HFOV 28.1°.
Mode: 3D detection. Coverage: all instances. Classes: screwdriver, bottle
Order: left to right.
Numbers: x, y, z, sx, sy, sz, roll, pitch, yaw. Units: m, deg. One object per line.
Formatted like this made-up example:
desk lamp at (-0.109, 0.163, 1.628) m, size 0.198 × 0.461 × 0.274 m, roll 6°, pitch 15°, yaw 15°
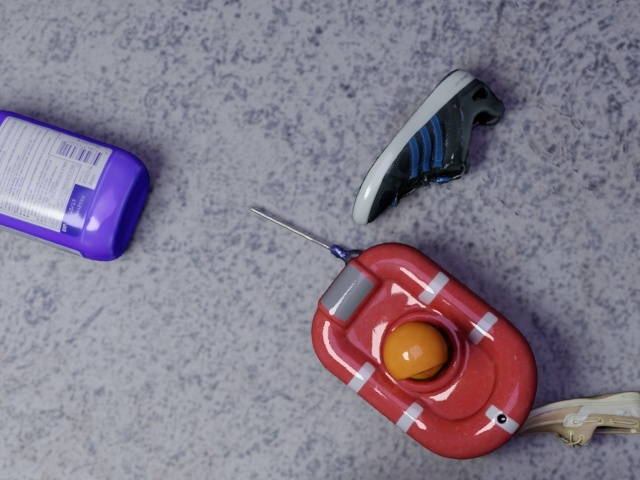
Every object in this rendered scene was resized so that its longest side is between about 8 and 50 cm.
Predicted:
bottle at (-0.322, -0.071, 1.307) m, size 0.283 × 0.092 × 0.118 m, roll 18°, pitch 76°, yaw 5°
screwdriver at (0.000, 0.000, 1.324) m, size 0.170 × 0.024 × 0.025 m, roll 30°, pitch 47°, yaw 11°

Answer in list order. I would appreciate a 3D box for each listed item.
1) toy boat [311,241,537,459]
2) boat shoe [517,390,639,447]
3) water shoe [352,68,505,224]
toy boat at (0.097, 0.108, 1.215) m, size 0.231 × 0.151 × 0.151 m, roll 38°, pitch 94°, yaw 9°
boat shoe at (0.257, 0.180, 1.258) m, size 0.135 × 0.050 × 0.045 m, roll -10°, pitch 70°, yaw -2°
water shoe at (0.114, -0.086, 1.318) m, size 0.080 × 0.073 × 0.203 m, roll 37°, pitch 79°, yaw 7°
